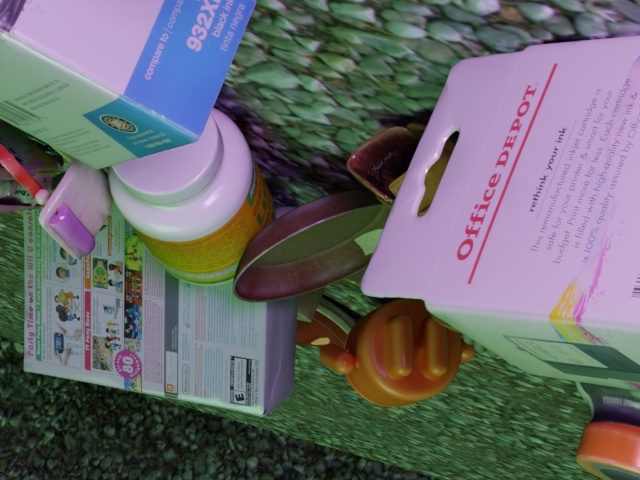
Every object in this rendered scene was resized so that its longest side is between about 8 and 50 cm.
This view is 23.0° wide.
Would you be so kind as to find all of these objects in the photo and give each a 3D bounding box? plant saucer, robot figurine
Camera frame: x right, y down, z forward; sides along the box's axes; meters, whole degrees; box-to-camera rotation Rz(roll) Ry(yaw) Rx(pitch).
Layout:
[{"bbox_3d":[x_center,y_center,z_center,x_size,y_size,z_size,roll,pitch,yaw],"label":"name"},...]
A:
[{"bbox_3d":[0.000,0.000,1.546,0.199,0.036,0.198,-22,162,-8],"label":"plant saucer"},{"bbox_3d":[0.095,0.138,1.920,0.128,0.158,0.219,51,165,1],"label":"robot figurine"}]

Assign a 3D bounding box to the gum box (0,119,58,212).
[{"bbox_3d":[-0.371,-0.100,1.639,0.188,0.062,0.107,40,-156,23],"label":"gum box"}]

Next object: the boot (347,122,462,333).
[{"bbox_3d":[0.109,-0.009,1.377,0.220,0.109,0.283,26,163,-21],"label":"boot"}]

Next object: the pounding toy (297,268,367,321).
[{"bbox_3d":[-0.035,0.048,1.842,0.206,0.094,0.181,10,162,41],"label":"pounding toy"}]

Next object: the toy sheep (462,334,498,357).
[{"bbox_3d":[0.182,0.079,1.665,0.132,0.091,0.091,23,167,18],"label":"toy sheep"}]

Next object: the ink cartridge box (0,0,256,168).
[{"bbox_3d":[-0.241,-0.185,1.198,0.307,0.129,0.223,28,165,-24],"label":"ink cartridge box"}]

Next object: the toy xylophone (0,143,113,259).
[{"bbox_3d":[-0.305,-0.109,1.510,0.323,0.081,0.236,42,173,27],"label":"toy xylophone"}]

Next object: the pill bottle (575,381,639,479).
[{"bbox_3d":[0.262,0.060,1.130,0.130,0.245,0.130,21,166,5],"label":"pill bottle"}]

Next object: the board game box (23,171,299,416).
[{"bbox_3d":[-0.180,0.055,1.748,0.303,0.224,0.097,9,-164,20],"label":"board game box"}]

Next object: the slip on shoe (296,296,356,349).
[{"bbox_3d":[-0.082,0.095,2.080,0.331,0.101,0.123,28,163,-28],"label":"slip on shoe"}]

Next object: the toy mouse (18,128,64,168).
[{"bbox_3d":[-0.321,-0.114,1.791,0.143,0.031,0.161,20,166,6],"label":"toy mouse"}]

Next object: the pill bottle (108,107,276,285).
[{"bbox_3d":[-0.126,-0.052,1.512,0.136,0.136,0.245,19,166,12],"label":"pill bottle"}]

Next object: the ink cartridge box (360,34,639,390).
[{"bbox_3d":[0.203,-0.017,1.007,0.119,0.207,0.353,33,163,-33],"label":"ink cartridge box"}]
